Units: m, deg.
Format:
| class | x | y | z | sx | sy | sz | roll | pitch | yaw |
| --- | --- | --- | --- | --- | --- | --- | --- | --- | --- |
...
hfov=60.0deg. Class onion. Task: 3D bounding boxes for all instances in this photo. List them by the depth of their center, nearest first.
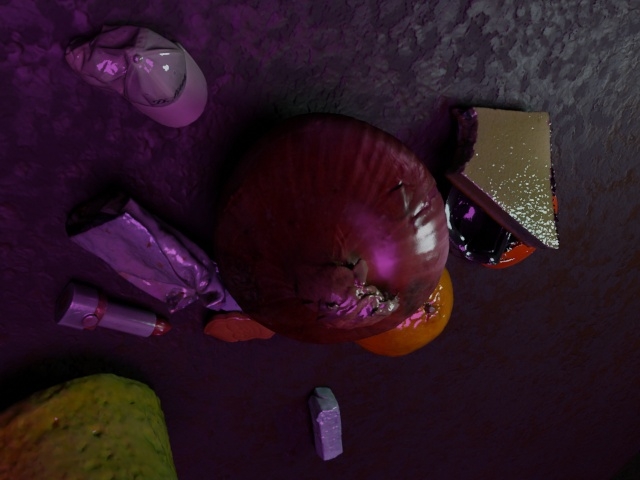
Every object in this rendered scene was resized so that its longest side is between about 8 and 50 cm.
| class | x | y | z | sx | sy | sz | roll | pitch | yaw |
| --- | --- | --- | --- | --- | --- | --- | --- | --- | --- |
| onion | 0.011 | -0.003 | 0.806 | 0.353 | 0.354 | 0.354 | -13 | 128 | -18 |

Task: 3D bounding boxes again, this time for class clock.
| class | x | y | z | sx | sy | sz | roll | pitch | yaw |
| --- | --- | --- | --- | --- | --- | --- | --- | --- | --- |
| clock | 0.395 | -0.029 | 1.132 | 0.205 | 0.051 | 0.205 | -14 | 128 | -19 |

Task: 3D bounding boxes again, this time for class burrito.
| class | x | y | z | sx | sy | sz | roll | pitch | yaw |
| --- | --- | --- | --- | --- | --- | --- | --- | --- | --- |
| burrito | -0.237 | 0.022 | 0.796 | 0.143 | 0.089 | 0.229 | -10 | 137 | 39 |

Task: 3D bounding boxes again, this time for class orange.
| class | x | y | z | sx | sy | sz | roll | pitch | yaw |
| --- | --- | --- | --- | --- | --- | --- | --- | --- | --- |
| orange | 0.137 | 0.107 | 1.016 | 0.219 | 0.193 | 0.220 | -4 | 113 | -9 |

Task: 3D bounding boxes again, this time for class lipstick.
| class | x | y | z | sx | sy | sz | roll | pitch | yaw |
| --- | --- | --- | --- | --- | --- | --- | --- | --- | --- |
| lipstick | -0.318 | 0.123 | 0.885 | 0.186 | 0.057 | 0.063 | 25 | 109 | -40 |

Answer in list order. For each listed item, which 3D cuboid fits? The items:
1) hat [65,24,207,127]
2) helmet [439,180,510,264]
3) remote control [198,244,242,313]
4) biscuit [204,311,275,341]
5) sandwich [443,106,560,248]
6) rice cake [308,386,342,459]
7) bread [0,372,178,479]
| class | x | y | z | sx | sy | sz | roll | pitch | yaw |
| --- | --- | --- | --- | --- | --- | --- | --- | --- | --- |
| hat | -0.217 | -0.198 | 0.695 | 0.122 | 0.081 | 0.166 | -36 | 141 | 4 |
| helmet | 0.266 | -0.039 | 1.019 | 0.176 | 0.107 | 0.153 | 33 | 75 | -22 |
| remote control | -0.167 | 0.063 | 0.922 | 0.097 | 0.045 | 0.256 | -44 | 128 | 17 |
| biscuit | -0.142 | 0.155 | 0.984 | 0.130 | 0.019 | 0.102 | 0 | 147 | -5 |
| sandwich | 0.307 | -0.103 | 0.956 | 0.211 | 0.063 | 0.245 | -2 | 87 | -25 |
| rice cake | 0.013 | 0.419 | 1.252 | 0.063 | 0.069 | 0.207 | -17 | 127 | -15 |
| bread | -0.370 | 0.421 | 0.886 | 0.348 | 0.308 | 0.348 | -31 | 147 | -23 |
